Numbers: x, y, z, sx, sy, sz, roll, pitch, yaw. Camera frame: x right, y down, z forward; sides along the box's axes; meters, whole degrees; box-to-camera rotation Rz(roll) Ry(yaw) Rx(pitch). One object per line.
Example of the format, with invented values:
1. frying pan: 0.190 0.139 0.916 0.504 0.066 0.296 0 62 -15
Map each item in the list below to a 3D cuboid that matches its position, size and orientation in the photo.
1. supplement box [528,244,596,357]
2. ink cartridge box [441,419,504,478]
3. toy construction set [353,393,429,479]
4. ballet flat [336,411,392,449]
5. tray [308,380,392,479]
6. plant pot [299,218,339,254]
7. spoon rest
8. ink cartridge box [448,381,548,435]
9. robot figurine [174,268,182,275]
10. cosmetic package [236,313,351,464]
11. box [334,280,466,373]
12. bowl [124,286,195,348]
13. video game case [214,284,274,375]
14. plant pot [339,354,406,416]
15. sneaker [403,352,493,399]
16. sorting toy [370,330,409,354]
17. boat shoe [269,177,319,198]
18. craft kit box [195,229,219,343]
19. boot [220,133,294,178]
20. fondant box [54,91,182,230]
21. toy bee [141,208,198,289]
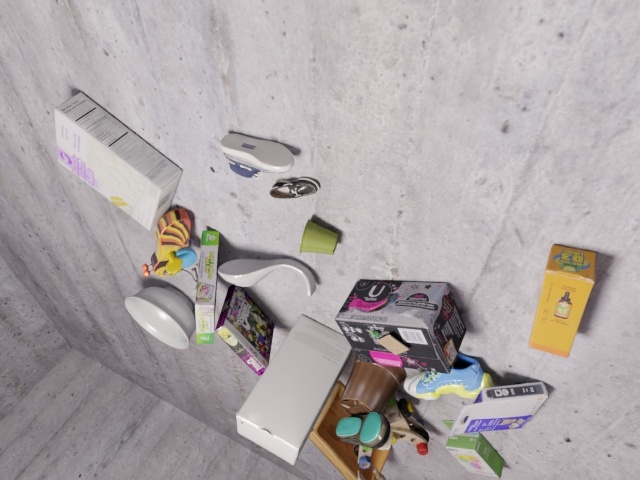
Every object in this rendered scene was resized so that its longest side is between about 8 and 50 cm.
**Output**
1. supplement box: 0.450 0.119 0.896 0.078 0.080 0.233 14 140 25
2. ink cartridge box: 0.467 0.650 1.487 0.109 0.062 0.209 -18 118 48
3. toy construction set: 0.185 0.611 1.488 0.258 0.309 0.237 -3 125 29
4. ballet flat: 0.140 0.524 1.312 0.096 0.095 0.280 30 155 -10
5. tray: 0.102 0.713 1.725 0.076 0.203 0.411 -8 126 44
6. plant pot: 0.000 0.000 1.123 0.079 0.083 0.083 16 141 6
7. spoon rest: -0.147 0.086 1.309 0.277 0.137 0.084 9 108 13
8. ink cartridge box: 0.431 0.425 1.196 0.208 0.045 0.206 -5 139 -4
9. robot figurine: -0.502 0.069 1.593 0.115 0.067 0.101 18 111 23
10. cosmetic package: -0.067 0.425 1.399 0.197 0.365 0.155 26 143 13
11. box: 0.189 0.195 1.131 0.247 0.142 0.163 -3 128 39
12. bowl: -0.587 0.272 1.832 0.298 0.134 0.297 21 142 17
13. video game case: -0.228 0.271 1.485 0.042 0.232 0.210 -31 112 15
14. plant pot: 0.147 0.435 1.412 0.167 0.165 0.167 21 141 18
15. sneaker: 0.320 0.345 1.250 0.240 0.091 0.126 -12 114 30
16. sorting toy: 0.151 0.222 1.061 0.083 0.012 0.062 37 147 -8
17. boat shoe: -0.061 -0.113 1.068 0.125 0.038 0.046 6 135 33
18. craft kit box: -0.331 0.141 1.402 0.061 0.246 0.250 5 144 -9
19. boot: -0.131 -0.171 1.046 0.190 0.069 0.086 25 150 27
20. fondant box: -0.557 -0.205 1.309 0.330 0.096 0.238 39 144 -3
21. toy bee: -0.454 0.052 1.430 0.195 0.162 0.298 -142 41 -57
